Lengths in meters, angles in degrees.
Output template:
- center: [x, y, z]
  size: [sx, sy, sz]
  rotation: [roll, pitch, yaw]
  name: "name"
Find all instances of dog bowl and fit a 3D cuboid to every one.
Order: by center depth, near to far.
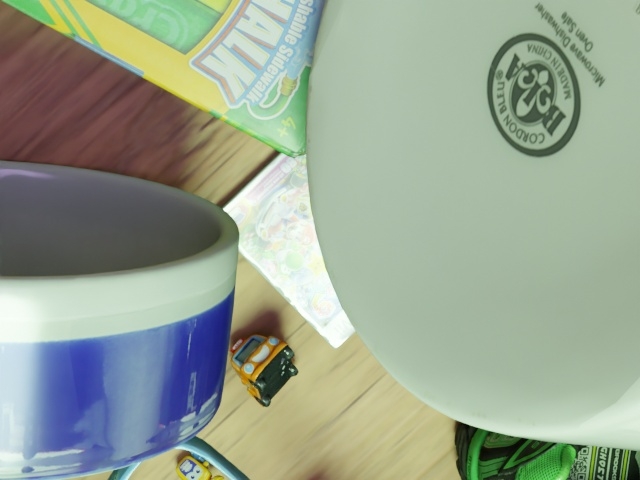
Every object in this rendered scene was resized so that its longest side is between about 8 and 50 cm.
- center: [-0.180, 0.032, 0.720]
  size: [0.264, 0.265, 0.104]
  rotation: [5, 104, -7]
  name: "dog bowl"

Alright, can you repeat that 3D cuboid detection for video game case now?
- center: [0.000, 0.000, 0.861]
  size: [0.087, 0.011, 0.122]
  rotation: [-43, 103, 4]
  name: "video game case"

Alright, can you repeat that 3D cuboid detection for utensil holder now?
- center: [0.231, -0.046, 0.640]
  size: [0.385, 0.327, 0.328]
  rotation: [9, 103, -37]
  name: "utensil holder"

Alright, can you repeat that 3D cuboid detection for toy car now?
- center: [-0.063, 0.110, 0.858]
  size: [0.040, 0.060, 0.122]
  rotation: [37, 89, 20]
  name: "toy car"

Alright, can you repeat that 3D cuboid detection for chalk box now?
- center: [-0.042, -0.168, 0.735]
  size: [0.289, 0.179, 0.180]
  rotation: [27, 99, -10]
  name: "chalk box"

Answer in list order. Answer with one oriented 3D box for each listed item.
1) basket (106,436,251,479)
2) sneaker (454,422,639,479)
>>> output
- center: [-0.065, 0.287, 0.815]
  size: [0.289, 0.201, 0.255]
  rotation: [38, 95, -21]
  name: "basket"
- center: [0.269, 0.154, 0.852]
  size: [0.343, 0.146, 0.134]
  rotation: [-6, 103, -6]
  name: "sneaker"
